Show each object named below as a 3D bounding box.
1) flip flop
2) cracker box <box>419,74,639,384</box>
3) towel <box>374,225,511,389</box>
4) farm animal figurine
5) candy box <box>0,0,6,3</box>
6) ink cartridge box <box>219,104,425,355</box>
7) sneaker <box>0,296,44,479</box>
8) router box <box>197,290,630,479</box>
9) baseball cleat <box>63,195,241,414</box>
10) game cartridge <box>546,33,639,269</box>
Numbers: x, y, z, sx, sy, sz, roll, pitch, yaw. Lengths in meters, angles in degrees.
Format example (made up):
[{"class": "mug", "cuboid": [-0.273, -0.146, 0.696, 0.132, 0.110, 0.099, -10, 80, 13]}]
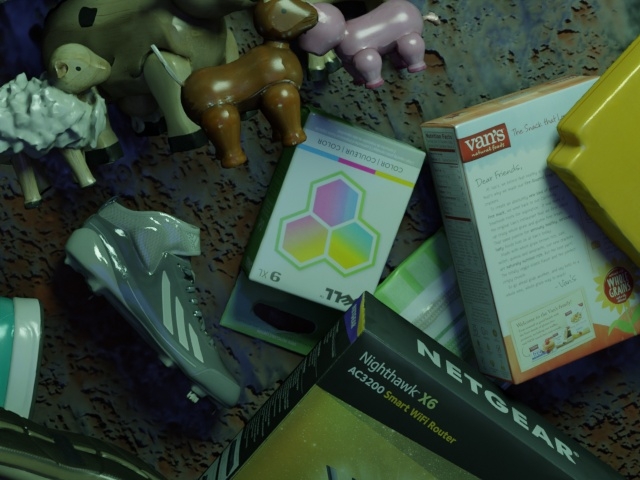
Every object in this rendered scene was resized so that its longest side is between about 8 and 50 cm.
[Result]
[{"class": "flip flop", "cuboid": [-0.201, 0.206, 1.372, 0.277, 0.112, 0.080, 24, 96, -28]}, {"class": "cracker box", "cuboid": [0.190, -0.012, 1.480, 0.156, 0.067, 0.232, -19, 103, -23]}, {"class": "towel", "cuboid": [0.120, 0.078, 1.526, 0.113, 0.023, 0.152, -44, 103, 0]}, {"class": "farm animal figurine", "cuboid": [-0.089, -0.174, 1.355, 0.327, 0.330, 0.172, -12, 106, 22]}, {"class": "candy box", "cuboid": [-0.243, -0.224, 1.328, 0.165, 0.196, 0.070, -20, 102, -4]}, {"class": "ink cartridge box", "cuboid": [0.000, 0.000, 1.473, 0.109, 0.062, 0.209, 20, 97, -13]}, {"class": "sneaker", "cuboid": [-0.338, 0.183, 1.418, 0.178, 0.124, 0.295, 9, 90, -15]}, {"class": "router box", "cuboid": [0.082, 0.228, 1.485, 0.309, 0.081, 0.243, 35, 109, -13]}, {"class": "baseball cleat", "cuboid": [-0.120, 0.049, 1.460, 0.109, 0.072, 0.206, -45, 107, -6]}, {"class": "game cartridge", "cuboid": [0.378, -0.070, 1.484, 0.285, 0.053, 0.323, -46, 113, -6]}]
